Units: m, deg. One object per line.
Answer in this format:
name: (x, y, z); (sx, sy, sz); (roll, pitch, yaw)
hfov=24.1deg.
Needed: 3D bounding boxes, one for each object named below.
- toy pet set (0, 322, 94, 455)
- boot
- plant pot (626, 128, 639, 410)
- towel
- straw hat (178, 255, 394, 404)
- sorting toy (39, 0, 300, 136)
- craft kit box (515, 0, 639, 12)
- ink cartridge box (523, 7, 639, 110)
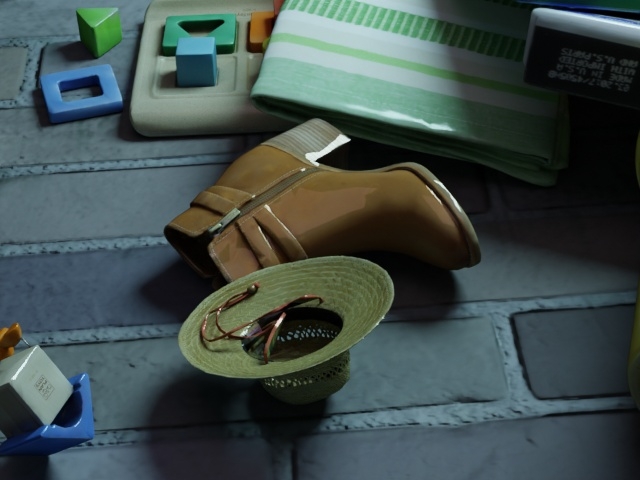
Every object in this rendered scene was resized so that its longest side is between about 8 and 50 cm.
toy pet set: (-0.196, 0.109, 0.942); (0.114, 0.065, 0.122); (-23, 23, 34)
boot: (0.000, 0.000, 1.050); (0.152, 0.073, 0.197); (-36, 47, -28)
plant pot: (0.297, 0.008, 0.893); (0.254, 0.254, 0.239); (14, 57, 20)
towel: (0.091, -0.176, 1.249); (0.248, 0.038, 0.325); (14, 41, 0)
straw hat: (-0.014, 0.071, 0.960); (0.144, 0.061, 0.144); (-14, 27, 7)
sorting toy: (-0.065, -0.164, 1.268); (0.348, 0.047, 0.196); (-2, 38, 0)
craft kit box: (0.238, -0.225, 1.198); (0.250, 0.061, 0.246); (3, 15, -13)
ink cartridge box: (0.338, -0.125, 1.148); (0.303, 0.072, 0.307); (14, 13, 21)
